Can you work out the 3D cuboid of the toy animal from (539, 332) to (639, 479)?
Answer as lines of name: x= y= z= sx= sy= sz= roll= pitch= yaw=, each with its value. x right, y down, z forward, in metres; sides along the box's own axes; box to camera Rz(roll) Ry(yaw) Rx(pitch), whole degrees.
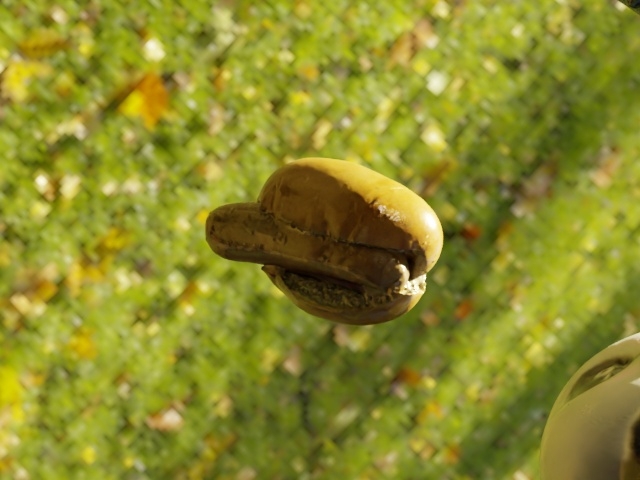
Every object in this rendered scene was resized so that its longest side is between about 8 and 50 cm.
toy animal: x=0.285 y=0.190 z=1.330 sx=0.251 sy=0.310 sz=0.251 roll=-4 pitch=118 yaw=-7

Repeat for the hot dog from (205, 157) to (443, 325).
hot dog: x=0.001 y=-0.002 z=1.037 sx=0.060 sy=0.140 sz=0.089 roll=-13 pitch=123 yaw=-47

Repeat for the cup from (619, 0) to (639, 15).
cup: x=0.125 y=-0.102 z=0.383 sx=0.176 sy=0.155 sz=0.131 roll=-39 pitch=-156 yaw=35
